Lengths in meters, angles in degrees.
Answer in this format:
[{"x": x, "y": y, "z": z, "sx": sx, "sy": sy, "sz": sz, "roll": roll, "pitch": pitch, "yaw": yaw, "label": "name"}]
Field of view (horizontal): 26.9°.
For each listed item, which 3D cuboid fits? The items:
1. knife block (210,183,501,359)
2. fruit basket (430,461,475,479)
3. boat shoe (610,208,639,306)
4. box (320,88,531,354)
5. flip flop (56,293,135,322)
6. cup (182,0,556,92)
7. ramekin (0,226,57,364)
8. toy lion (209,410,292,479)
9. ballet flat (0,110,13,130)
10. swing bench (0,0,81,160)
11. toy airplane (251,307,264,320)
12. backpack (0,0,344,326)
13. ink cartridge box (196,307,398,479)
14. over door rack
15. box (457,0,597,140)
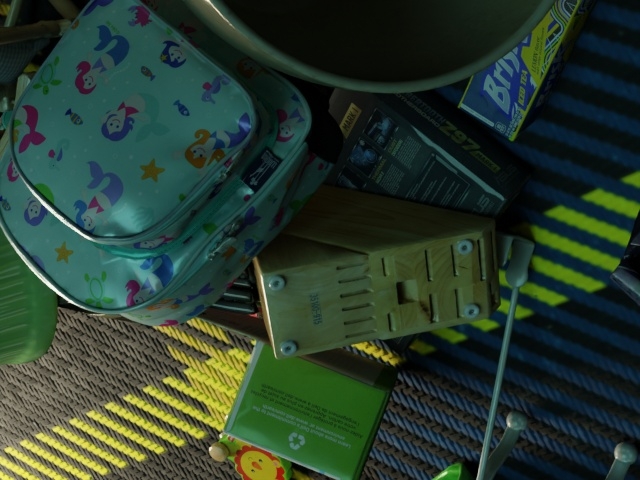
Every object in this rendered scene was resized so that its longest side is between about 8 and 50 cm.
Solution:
[{"x": 0.000, "y": 0.000, "z": 1.212, "sx": 0.276, "sy": 0.242, "sz": 0.088, "roll": -11, "pitch": 119, "yaw": -5, "label": "knife block"}, {"x": 0.002, "y": 0.387, "z": 1.317, "sx": 0.392, "sy": 0.392, "sz": 0.283, "roll": 46, "pitch": 134, "yaw": 4, "label": "fruit basket"}, {"x": 0.371, "y": 0.063, "z": 0.977, "sx": 0.341, "sy": 0.158, "sz": 0.127, "roll": 36, "pitch": 146, "yaw": 17, "label": "boat shoe"}, {"x": 0.061, "y": -0.030, "z": 1.232, "sx": 0.183, "sy": 0.059, "sz": 0.232, "roll": 39, "pitch": 133, "yaw": 11, "label": "box"}, {"x": -0.211, "y": 0.028, "z": 1.445, "sx": 0.112, "sy": 0.080, "sz": 0.277, "roll": 13, "pitch": 156, "yaw": -21, "label": "flip flop"}, {"x": -0.003, "y": -0.265, "z": 0.995, "sx": 0.331, "sy": 0.331, "sz": 0.237, "roll": 63, "pitch": 160, "yaw": -12, "label": "cup"}, {"x": -0.437, "y": 0.018, "z": 1.510, "sx": 0.303, "sy": 0.148, "sz": 0.303, "roll": 30, "pitch": 130, "yaw": 42, "label": "ramekin"}, {"x": -0.072, "y": 0.238, "z": 1.516, "sx": 0.096, "sy": 0.034, "sz": 0.100, "roll": 32, "pitch": 131, "yaw": 7, "label": "toy lion"}, {"x": -0.239, "y": -0.078, "z": 1.424, "sx": 0.241, "sy": 0.091, "sz": 0.077, "roll": 33, "pitch": 162, "yaw": 21, "label": "ballet flat"}, {"x": -0.300, "y": -0.154, "z": 1.269, "sx": 0.255, "sy": 0.253, "sz": 0.165, "roll": 32, "pitch": 116, "yaw": 18, "label": "swing bench"}, {"x": -0.073, "y": 0.033, "z": 1.390, "sx": 0.151, "sy": 0.028, "sz": 0.151, "roll": 19, "pitch": 127, "yaw": 28, "label": "toy airplane"}, {"x": -0.137, "y": -0.061, "z": 1.076, "sx": 0.225, "sy": 0.191, "sz": 0.253, "roll": 43, "pitch": 100, "yaw": 19, "label": "backpack"}, {"x": -0.062, "y": 0.130, "z": 1.282, "sx": 0.255, "sy": 0.189, "sz": 0.097, "roll": 20, "pitch": 92, "yaw": 6, "label": "ink cartridge box"}, {"x": 0.261, "y": 0.163, "z": 1.184, "sx": 0.240, "sy": 0.108, "sz": 0.324, "roll": 14, "pitch": 109, "yaw": 30, "label": "over door rack"}, {"x": 0.172, "y": -0.166, "z": 1.071, "sx": 0.059, "sy": 0.054, "sz": 0.169, "roll": 34, "pitch": 132, "yaw": 15, "label": "box"}]
